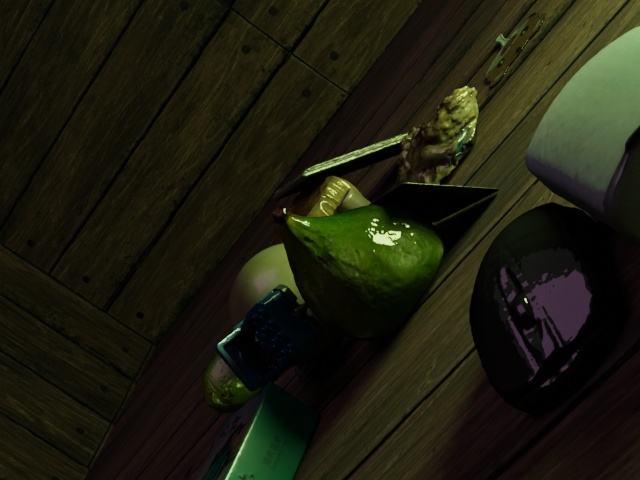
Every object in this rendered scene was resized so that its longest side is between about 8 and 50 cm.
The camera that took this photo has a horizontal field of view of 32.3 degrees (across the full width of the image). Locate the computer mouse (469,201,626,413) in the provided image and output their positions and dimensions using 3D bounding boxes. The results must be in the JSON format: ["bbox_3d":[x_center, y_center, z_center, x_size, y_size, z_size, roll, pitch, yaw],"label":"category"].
[{"bbox_3d":[0.194,0.040,1.005,0.137,0.086,0.269,-52,10,24],"label":"computer mouse"}]

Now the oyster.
[{"bbox_3d":[0.176,-0.138,1.794,0.223,0.083,0.214,-63,7,-8],"label":"oyster"}]

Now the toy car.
[{"bbox_3d":[-0.082,0.148,1.555,0.100,0.097,0.191,-35,-8,-41],"label":"toy car"}]

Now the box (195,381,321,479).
[{"bbox_3d":[-0.108,0.331,1.504,0.153,0.092,0.245,-47,12,44],"label":"box"}]

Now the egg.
[{"bbox_3d":[-0.049,0.101,1.722,0.188,0.189,0.254,-58,8,-19],"label":"egg"}]

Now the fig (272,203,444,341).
[{"bbox_3d":[0.030,0.017,1.481,0.203,0.235,0.203,-55,13,18],"label":"fig"}]

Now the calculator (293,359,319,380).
[{"bbox_3d":[-0.027,0.192,1.840,0.057,0.018,0.172,-57,10,1],"label":"calculator"}]

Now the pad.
[{"bbox_3d":[0.138,-0.050,1.519,0.211,0.143,0.003,150,120,-68],"label":"pad"}]

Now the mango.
[{"bbox_3d":[-0.141,0.240,2.018,0.178,0.100,0.119,-47,45,1],"label":"mango"}]

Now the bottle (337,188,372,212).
[{"bbox_3d":[0.077,-0.044,1.892,0.045,0.096,0.045,-52,9,12],"label":"bottle"}]

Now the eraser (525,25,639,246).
[{"bbox_3d":[0.286,-0.101,0.966,0.189,0.104,0.290,-53,9,8],"label":"eraser"}]

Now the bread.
[{"bbox_3d":[0.000,0.000,2.014,0.227,0.142,0.253,-55,11,-10],"label":"bread"}]

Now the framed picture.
[{"bbox_3d":[0.065,-0.148,2.069,0.293,0.018,0.231,-21,-3,-19],"label":"framed picture"}]

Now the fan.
[{"bbox_3d":[0.330,-0.341,1.941,0.152,0.008,0.226,-54,9,13],"label":"fan"}]
